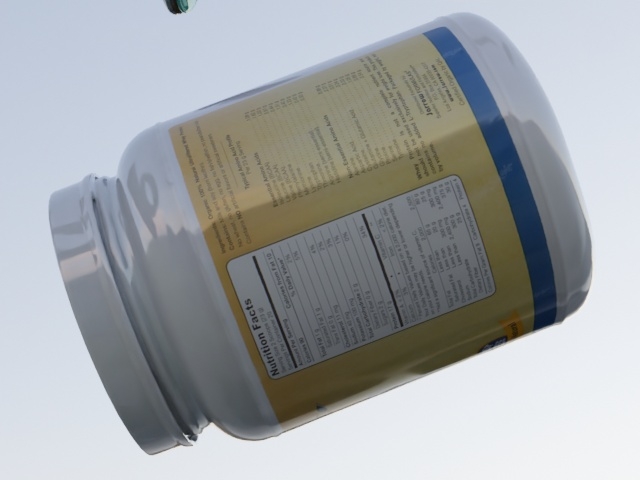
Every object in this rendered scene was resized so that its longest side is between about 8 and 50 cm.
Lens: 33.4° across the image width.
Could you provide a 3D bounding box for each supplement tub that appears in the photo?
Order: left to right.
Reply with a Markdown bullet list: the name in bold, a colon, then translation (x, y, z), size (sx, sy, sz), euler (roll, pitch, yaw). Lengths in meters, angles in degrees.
- **supplement tub**: translation (0.000, 0.000, 0.463), size (0.199, 0.144, 0.144), euler (-21, -26, -2)

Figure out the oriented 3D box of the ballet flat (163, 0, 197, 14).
- **ballet flat**: translation (-0.126, -0.277, 0.866), size (0.070, 0.070, 0.188), euler (-2, -51, -15)
